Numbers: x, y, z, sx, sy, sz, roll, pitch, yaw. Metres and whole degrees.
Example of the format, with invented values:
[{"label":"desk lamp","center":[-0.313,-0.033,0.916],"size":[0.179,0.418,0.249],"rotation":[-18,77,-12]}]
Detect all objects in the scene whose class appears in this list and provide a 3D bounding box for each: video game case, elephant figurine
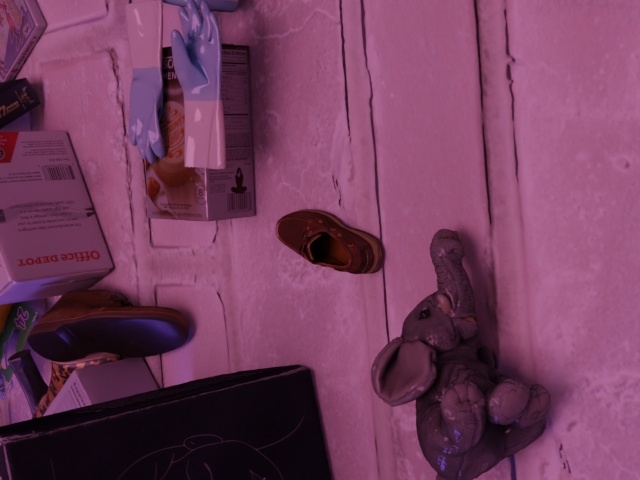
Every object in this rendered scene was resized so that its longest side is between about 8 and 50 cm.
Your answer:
[{"label":"video game case","center":[-0.584,-0.414,1.927],"size":[0.183,0.023,0.201],"rotation":[-43,66,39]},{"label":"elephant figurine","center":[0.147,0.144,1.220],"size":[0.239,0.186,0.169],"rotation":[55,172,38]}]

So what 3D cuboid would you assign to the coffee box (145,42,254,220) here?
[{"label":"coffee box","center":[-0.178,-0.155,1.510],"size":[0.141,0.098,0.246],"rotation":[3,97,42]}]

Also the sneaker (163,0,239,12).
[{"label":"sneaker","center":[-0.228,-0.454,1.509],"size":[0.319,0.127,0.208],"rotation":[21,109,34]}]

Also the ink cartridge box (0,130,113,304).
[{"label":"ink cartridge box","center":[-0.496,-0.040,1.767],"size":[0.114,0.197,0.273],"rotation":[-36,70,42]}]

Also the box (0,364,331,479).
[{"label":"box","center":[-0.228,0.447,1.378],"size":[0.297,0.472,0.480],"rotation":[-15,84,44]}]

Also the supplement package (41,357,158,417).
[{"label":"supplement package","center":[-0.371,0.322,1.735],"size":[0.244,0.134,0.139],"rotation":[-50,62,36]}]

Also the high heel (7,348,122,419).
[{"label":"high heel","center":[-0.417,0.268,1.835],"size":[0.261,0.093,0.186],"rotation":[-10,111,32]}]

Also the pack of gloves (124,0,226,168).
[{"label":"pack of gloves","center":[-0.214,-0.215,1.433],"size":[0.195,0.046,0.232],"rotation":[6,101,40]}]

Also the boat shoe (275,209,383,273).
[{"label":"boat shoe","center":[0.000,0.000,1.384],"size":[0.178,0.060,0.064],"rotation":[21,110,41]}]

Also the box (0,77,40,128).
[{"label":"box","center":[-0.642,-0.220,1.890],"size":[0.233,0.183,0.059],"rotation":[3,125,47]}]

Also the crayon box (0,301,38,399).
[{"label":"crayon box","center":[-0.686,0.132,1.919],"size":[0.323,0.083,0.203],"rotation":[33,110,20]}]

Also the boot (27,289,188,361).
[{"label":"boot","center":[-0.336,0.122,1.703],"size":[0.305,0.115,0.112],"rotation":[-5,133,29]}]
